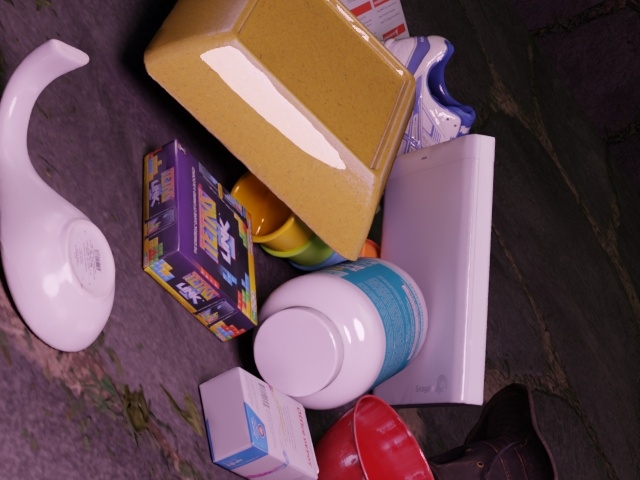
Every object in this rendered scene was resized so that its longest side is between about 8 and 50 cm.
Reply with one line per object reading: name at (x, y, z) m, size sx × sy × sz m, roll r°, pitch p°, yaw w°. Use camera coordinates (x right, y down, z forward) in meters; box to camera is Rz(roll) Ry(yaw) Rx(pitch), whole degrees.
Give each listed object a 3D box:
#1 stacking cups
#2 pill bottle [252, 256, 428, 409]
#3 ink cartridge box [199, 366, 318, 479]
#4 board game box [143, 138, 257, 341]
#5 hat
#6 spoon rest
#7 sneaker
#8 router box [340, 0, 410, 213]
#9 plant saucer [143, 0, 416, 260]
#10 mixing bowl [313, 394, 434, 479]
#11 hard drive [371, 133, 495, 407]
stacking cups at (0.000, 0.000, 1.943) m, size 0.316 × 0.096 × 0.096 m, roll 33°, pitch 35°, yaw -60°
pill bottle at (0.017, 0.102, 1.754) m, size 0.146 × 0.146 × 0.264 m, roll 64°, pitch 19°, yaw 3°
ink cartridge box at (-0.060, 0.190, 1.590) m, size 0.122 × 0.052 × 0.088 m, roll 36°, pitch 33°, yaw -49°
board game box at (-0.125, -0.001, 1.678) m, size 0.141 × 0.048 × 0.170 m, roll 47°, pitch 25°, yaw -39°
hat at (0.155, 0.312, 1.823) m, size 0.331 × 0.134 × 0.331 m, roll -173°, pitch -90°, yaw -79°
spoon rest at (-0.240, -0.035, 1.423) m, size 0.137 × 0.084 × 0.276 m, roll 23°, pitch 57°, yaw -59°
sneaker at (0.141, -0.120, 2.081) m, size 0.112 × 0.131 × 0.296 m, roll -35°, pitch 112°, yaw -67°
router box at (0.048, -0.210, 2.182) m, size 0.335 × 0.082 × 0.301 m, roll -39°, pitch 114°, yaw -64°
plant saucer at (-0.015, -0.189, 1.845) m, size 0.333 × 0.081 × 0.333 m, roll 44°, pitch 35°, yaw -17°
mixing bowl at (0.044, 0.263, 1.686) m, size 0.181 × 0.098 × 0.181 m, roll 51°, pitch 23°, yaw -32°
hard drive at (0.131, 0.042, 1.898) m, size 0.040 × 0.203 × 0.307 m, roll 9°, pitch 79°, yaw -27°
